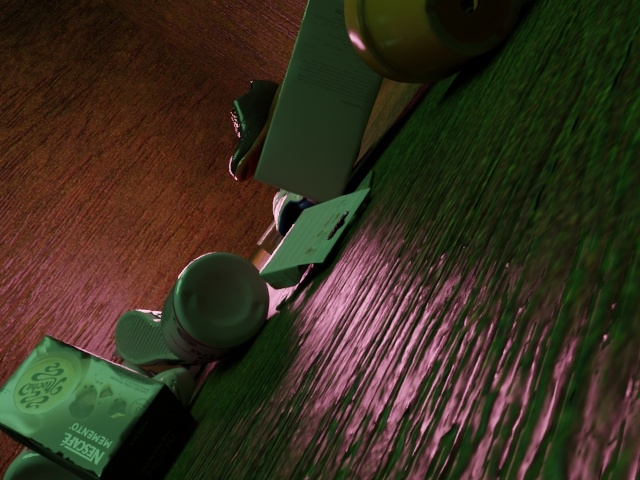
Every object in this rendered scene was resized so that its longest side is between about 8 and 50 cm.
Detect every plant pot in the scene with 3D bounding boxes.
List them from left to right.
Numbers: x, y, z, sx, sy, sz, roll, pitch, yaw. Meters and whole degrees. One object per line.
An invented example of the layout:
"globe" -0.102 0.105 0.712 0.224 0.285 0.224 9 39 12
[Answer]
"plant pot" 0.155 -0.306 0.877 0.205 0.205 0.188 -54 21 3

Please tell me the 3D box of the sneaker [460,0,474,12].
"sneaker" 0.259 -0.475 1.244 0.330 0.129 0.147 -49 10 40

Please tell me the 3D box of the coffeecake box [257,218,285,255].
"coffeecake box" -0.093 -0.027 1.731 0.142 0.068 0.185 -54 6 -5

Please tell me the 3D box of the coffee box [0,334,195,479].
"coffee box" -0.381 0.288 1.113 0.168 0.297 0.119 -56 -37 -30

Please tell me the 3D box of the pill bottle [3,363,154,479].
"pill bottle" -0.446 0.406 1.354 0.210 0.210 0.363 -52 6 18

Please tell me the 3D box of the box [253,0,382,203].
"box" 0.016 -0.264 1.284 0.215 0.168 0.346 -74 2 -77

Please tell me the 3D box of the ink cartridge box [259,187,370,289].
"ink cartridge box" 0.000 0.000 1.007 0.179 0.045 0.145 -11 39 54

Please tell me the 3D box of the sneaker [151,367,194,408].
"sneaker" -0.288 0.329 1.256 0.123 0.106 0.290 -13 17 24

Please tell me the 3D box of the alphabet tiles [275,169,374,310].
"alphabet tiles" 0.006 0.004 1.078 0.237 0.009 0.198 -51 7 20

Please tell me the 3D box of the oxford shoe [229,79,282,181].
"oxford shoe" -0.140 -0.222 1.353 0.097 0.098 0.271 109 180 -48

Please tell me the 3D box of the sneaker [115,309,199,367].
"sneaker" -0.329 0.219 1.499 0.321 0.127 0.126 -2 81 44

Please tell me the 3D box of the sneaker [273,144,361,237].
"sneaker" -0.001 -0.121 1.513 0.296 0.111 0.131 -52 23 31

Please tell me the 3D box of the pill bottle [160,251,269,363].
"pill bottle" -0.201 0.134 1.223 0.160 0.160 0.283 -57 6 -25

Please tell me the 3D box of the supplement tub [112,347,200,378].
"supplement tub" -0.393 0.270 1.671 0.144 0.199 0.144 -58 11 19
